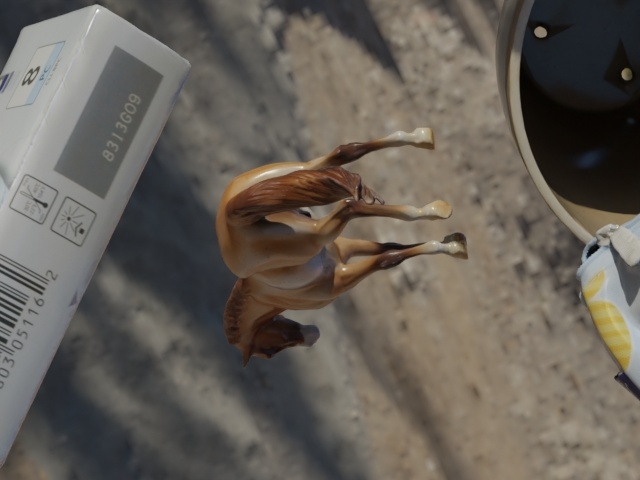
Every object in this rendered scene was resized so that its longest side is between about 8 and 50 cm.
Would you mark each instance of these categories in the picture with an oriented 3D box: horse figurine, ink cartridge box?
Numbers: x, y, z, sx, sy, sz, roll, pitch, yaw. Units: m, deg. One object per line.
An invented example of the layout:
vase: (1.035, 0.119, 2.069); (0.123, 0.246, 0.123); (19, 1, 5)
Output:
horse figurine: (0.000, 0.000, 1.111); (0.263, 0.175, 0.066); (62, 16, -68)
ink cartridge box: (-0.272, -0.003, 1.299); (0.091, 0.385, 0.308); (31, 74, -28)

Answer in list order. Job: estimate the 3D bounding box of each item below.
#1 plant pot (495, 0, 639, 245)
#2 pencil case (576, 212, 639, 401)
plant pot: (0.219, -0.126, 1.159); (0.256, 0.256, 0.274); (60, 0, -14)
pencil case: (0.242, -0.026, 0.840); (0.124, 0.273, 0.113); (46, 39, 6)
